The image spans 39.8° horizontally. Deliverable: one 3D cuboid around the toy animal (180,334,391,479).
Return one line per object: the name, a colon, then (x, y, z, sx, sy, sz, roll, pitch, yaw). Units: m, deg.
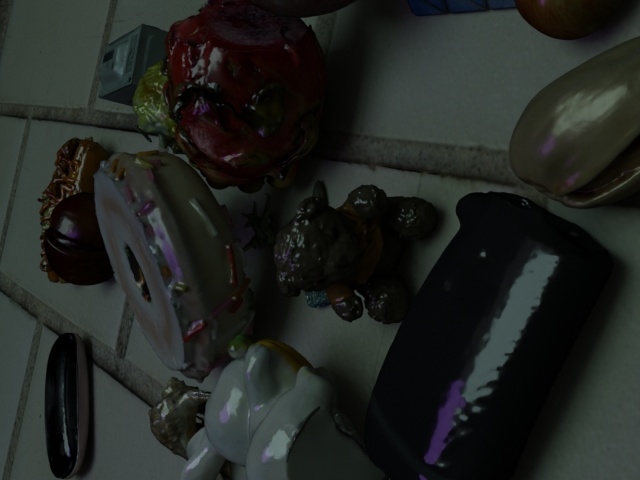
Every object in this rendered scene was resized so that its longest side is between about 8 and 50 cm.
toy animal: (-0.057, 0.256, 1.145, 0.310, 0.182, 0.247, 5, 84, 55)

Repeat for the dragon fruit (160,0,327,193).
dragon fruit: (-0.109, -0.196, 1.303, 0.269, 0.250, 0.291, -106, 20, -45)

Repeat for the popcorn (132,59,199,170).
popcorn: (-0.228, -0.215, 1.547, 0.198, 0.197, 0.213, 6, 119, 55)

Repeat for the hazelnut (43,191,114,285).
hazelnut: (-0.490, 0.002, 1.861, 0.178, 0.177, 0.204, 47, 123, 50)

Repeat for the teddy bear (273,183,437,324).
teddy bear: (0.030, 0.010, 1.095, 0.140, 0.190, 0.177, 28, 109, 47)

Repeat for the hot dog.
hot dog: (-0.582, -0.074, 2.038, 0.158, 0.117, 0.349, 19, 96, 55)

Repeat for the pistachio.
pistachio: (0.274, -0.112, 0.841, 0.215, 0.143, 0.144, -35, 53, 37)

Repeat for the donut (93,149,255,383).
donut: (-0.226, 0.030, 1.379, 0.383, 0.142, 0.383, 48, 151, 38)

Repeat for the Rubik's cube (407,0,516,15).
Rubik's cube: (0.121, -0.350, 1.090, 0.190, 0.178, 0.212, -39, 49, 46)

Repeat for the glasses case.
glasses case: (-0.543, 0.349, 1.890, 0.122, 0.075, 0.315, -40, 50, 44)

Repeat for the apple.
apple: (0.260, -0.275, 0.931, 0.126, 0.102, 0.126, -23, 61, 50)

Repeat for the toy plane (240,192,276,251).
toy plane: (-0.094, -0.020, 1.403, 0.111, 0.040, 0.102, 43, 117, 50)

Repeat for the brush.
brush: (0.000, 0.000, 1.284, 0.070, 0.021, 0.197, -28, 58, 46)

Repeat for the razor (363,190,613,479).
razor: (0.163, 0.122, 0.939, 0.204, 0.113, 0.349, 41, 113, 54)

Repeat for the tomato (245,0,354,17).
tomato: (-0.032, -0.448, 1.144, 0.282, 0.316, 0.317, 49, -128, -88)

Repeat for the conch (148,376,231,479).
conch: (-0.177, 0.295, 1.351, 0.207, 0.130, 0.155, 61, 149, 15)

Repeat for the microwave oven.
microwave oven: (-0.331, -0.334, 1.729, 0.208, 0.162, 0.123, 1, 80, 59)
